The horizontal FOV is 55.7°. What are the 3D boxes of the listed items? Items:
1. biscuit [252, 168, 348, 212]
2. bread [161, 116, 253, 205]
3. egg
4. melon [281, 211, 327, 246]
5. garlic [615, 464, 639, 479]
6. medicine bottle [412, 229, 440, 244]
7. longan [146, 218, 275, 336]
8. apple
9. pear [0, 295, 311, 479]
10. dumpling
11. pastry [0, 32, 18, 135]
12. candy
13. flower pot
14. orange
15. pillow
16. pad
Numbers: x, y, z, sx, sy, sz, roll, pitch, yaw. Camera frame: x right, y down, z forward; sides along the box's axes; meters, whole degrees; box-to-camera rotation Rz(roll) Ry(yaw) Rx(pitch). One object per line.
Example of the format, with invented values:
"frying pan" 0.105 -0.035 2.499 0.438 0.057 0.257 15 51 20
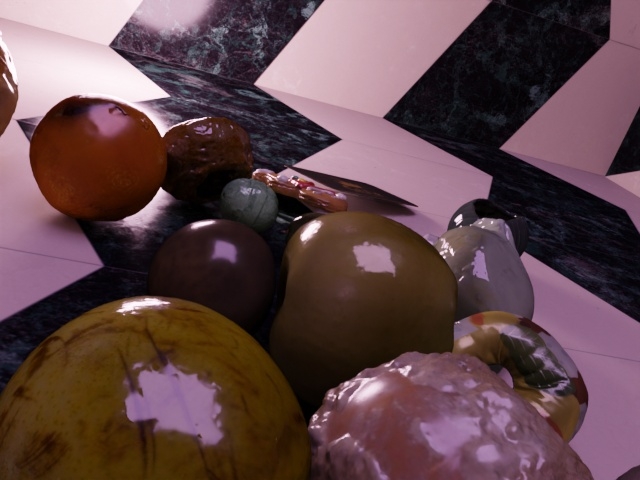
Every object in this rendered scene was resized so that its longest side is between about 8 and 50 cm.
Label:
"biscuit" -0.032 -0.123 1.484 0.216 0.047 0.340 13 8 -22
"bread" -0.249 -0.164 1.315 0.230 0.230 0.122 -4 58 -41
"egg" 0.120 0.251 0.568 0.310 0.279 0.279 44 29 11
"melon" 0.000 0.000 1.241 0.168 0.114 0.114 15 22 -12
"garlic" 0.379 0.352 0.589 0.292 0.210 0.237 -18 34 -42
"medicine bottle" 0.261 0.047 1.335 0.187 0.102 0.103 22 23 9
"longan" -0.160 0.062 0.893 0.198 0.198 0.212 8 26 -21
"apple" 0.058 0.102 0.867 0.254 0.291 0.292 6 23 -4
"pear" -0.139 0.186 0.522 0.284 0.283 0.283 15 23 -6
"dumpling" 0.278 0.076 1.143 0.270 0.211 0.321 26 23 18
"pastry" -0.774 -0.303 1.116 0.388 0.313 0.388 46 26 -30
"candy" -0.013 -0.023 1.342 0.440 0.119 0.119 20 21 -17
"flower pot" 0.417 -0.012 1.518 0.189 0.157 0.243 31 27 32
"orange" -0.414 -0.158 1.144 0.246 0.246 0.246 15 23 -6
"pillow" 0.285 0.213 0.919 0.214 0.086 0.233 -17 59 -14
"pad" 0.121 -0.167 1.689 0.376 0.063 0.315 6 19 -44
